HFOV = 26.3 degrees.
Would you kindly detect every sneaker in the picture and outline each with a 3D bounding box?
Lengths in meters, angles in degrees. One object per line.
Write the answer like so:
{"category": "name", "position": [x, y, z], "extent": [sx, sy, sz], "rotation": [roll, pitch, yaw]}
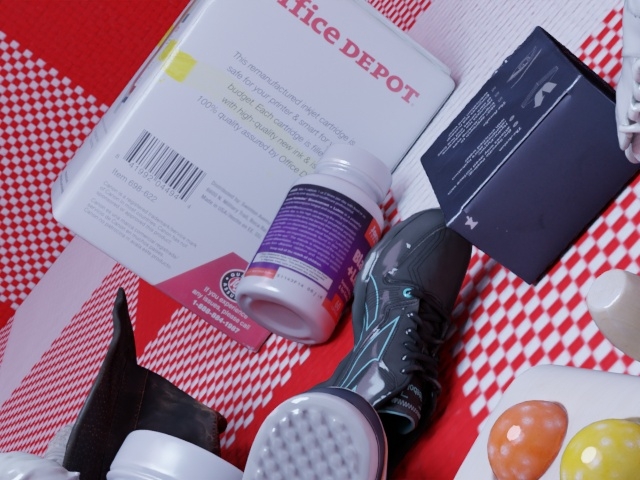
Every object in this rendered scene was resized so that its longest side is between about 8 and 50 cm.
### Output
{"category": "sneaker", "position": [0.246, -0.113, 0.900], "extent": [0.129, 0.111, 0.297], "rotation": [-69, -17, 0]}
{"category": "sneaker", "position": [0.067, 0.099, 1.117], "extent": [0.106, 0.101, 0.267], "rotation": [13, 74, 56]}
{"category": "sneaker", "position": [-0.034, 0.257, 1.006], "extent": [0.321, 0.126, 0.127], "rotation": [-63, -11, 7]}

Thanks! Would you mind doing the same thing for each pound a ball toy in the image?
{"category": "pound a ball toy", "position": [0.186, 0.102, 0.705], "extent": [0.208, 0.136, 0.319], "rotation": [-58, 19, -11]}

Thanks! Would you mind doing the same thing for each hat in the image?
{"category": "hat", "position": [-0.161, 0.217, 1.333], "extent": [0.331, 0.134, 0.331], "rotation": [10, -90, -90]}

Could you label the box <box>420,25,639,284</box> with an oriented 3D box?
{"category": "box", "position": [0.173, -0.072, 1.120], "extent": [0.156, 0.093, 0.158], "rotation": [-49, 17, 15]}

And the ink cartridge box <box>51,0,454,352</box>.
{"category": "ink cartridge box", "position": [-0.078, -0.117, 1.544], "extent": [0.384, 0.279, 0.160], "rotation": [-52, 17, 4]}

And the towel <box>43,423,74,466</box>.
{"category": "towel", "position": [-0.268, 0.342, 1.353], "extent": [0.187, 0.049, 0.282], "rotation": [-100, 17, -79]}

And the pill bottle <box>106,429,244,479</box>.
{"category": "pill bottle", "position": [-0.171, 0.331, 1.105], "extent": [0.188, 0.188, 0.333], "rotation": [-22, 37, 59]}

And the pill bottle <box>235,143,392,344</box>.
{"category": "pill bottle", "position": [0.000, 0.000, 1.406], "extent": [0.108, 0.108, 0.193], "rotation": [-22, 37, 59]}

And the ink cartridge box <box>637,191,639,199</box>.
{"category": "ink cartridge box", "position": [0.323, -0.080, 0.716], "extent": [0.273, 0.115, 0.198], "rotation": [-53, 17, 3]}

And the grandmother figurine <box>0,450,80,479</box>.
{"category": "grandmother figurine", "position": [-0.136, 0.274, 0.924], "extent": [0.208, 0.342, 0.104], "rotation": [-47, -23, 7]}
